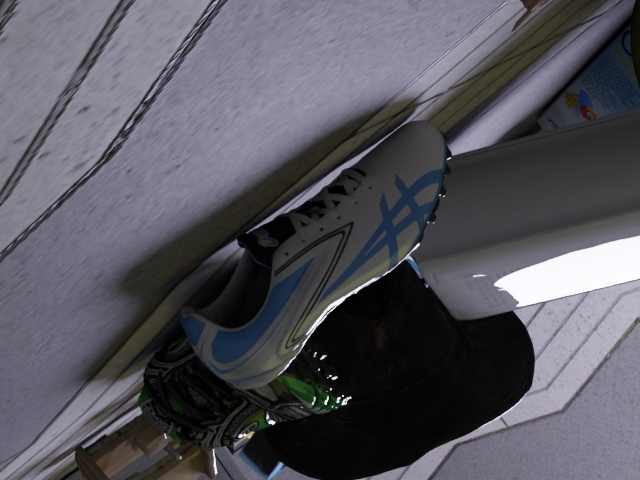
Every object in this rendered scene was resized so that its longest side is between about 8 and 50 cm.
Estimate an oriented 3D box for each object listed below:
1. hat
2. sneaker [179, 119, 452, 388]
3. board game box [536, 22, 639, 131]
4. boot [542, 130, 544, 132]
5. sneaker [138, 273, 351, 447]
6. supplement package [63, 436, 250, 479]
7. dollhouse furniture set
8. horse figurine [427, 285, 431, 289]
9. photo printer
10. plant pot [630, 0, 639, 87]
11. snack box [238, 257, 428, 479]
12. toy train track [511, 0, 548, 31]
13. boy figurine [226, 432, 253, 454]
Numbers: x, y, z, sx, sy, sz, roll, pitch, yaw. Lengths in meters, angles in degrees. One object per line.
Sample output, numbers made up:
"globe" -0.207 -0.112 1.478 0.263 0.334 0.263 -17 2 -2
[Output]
"hat" 0.058 0.096 1.771 0.331 0.134 0.331 -15 -153 8
"sneaker" 0.000 0.000 1.198 0.237 0.086 0.085 -47 -148 -7
"board game box" 0.352 -0.148 1.697 0.142 0.144 0.275 -34 174 -20
"boot" 0.305 -0.059 1.874 0.178 0.236 0.085 -27 132 -34
"sneaker" -0.071 0.118 1.398 0.146 0.134 0.343 -35 174 -10
"supplement package" -0.219 0.309 1.993 0.244 0.139 0.134 -34 173 -14
"dollhouse furniture set" -0.210 0.213 1.705 0.182 0.101 0.161 -34 149 -22
"horse figurine" 0.225 -0.019 2.304 0.263 0.066 0.174 -47 175 21
"photo printer" 0.239 -0.026 1.530 0.307 0.107 0.256 -14 162 11
"plant pot" 0.339 -0.148 1.248 0.274 0.275 0.293 -36 -171 0
"snack box" 0.026 0.173 2.346 0.322 0.060 0.187 -54 169 16
"toy train track" 0.135 -0.154 1.071 0.048 0.014 0.083 -46 177 18
"boy figurine" -0.129 0.270 2.440 0.177 0.092 0.285 -42 170 17
